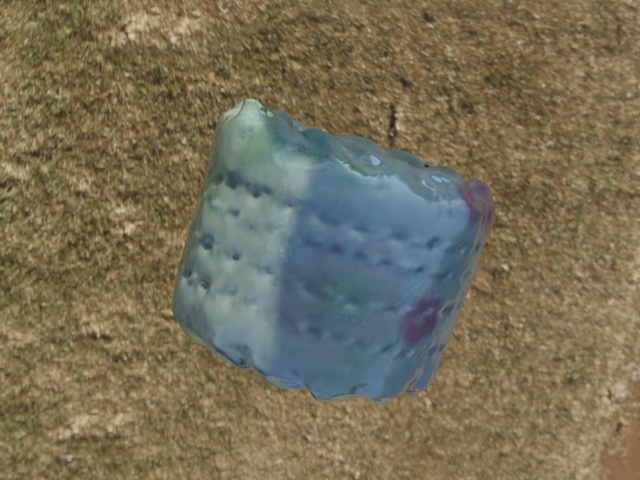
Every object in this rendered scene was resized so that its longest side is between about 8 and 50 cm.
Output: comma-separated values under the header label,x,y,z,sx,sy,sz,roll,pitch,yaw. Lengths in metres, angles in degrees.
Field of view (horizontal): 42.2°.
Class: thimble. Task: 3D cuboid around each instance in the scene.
label,x,y,z,sx,sy,sz,roll,pitch,yaw
thimble,0.000,0.000,0.538,0.185,0.211,0.149,11,103,-34
